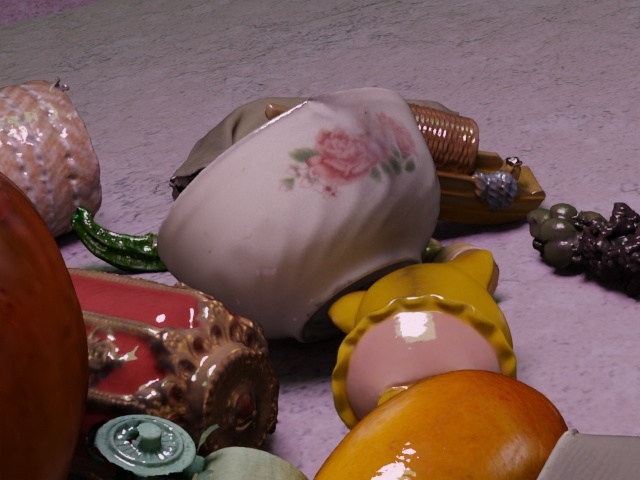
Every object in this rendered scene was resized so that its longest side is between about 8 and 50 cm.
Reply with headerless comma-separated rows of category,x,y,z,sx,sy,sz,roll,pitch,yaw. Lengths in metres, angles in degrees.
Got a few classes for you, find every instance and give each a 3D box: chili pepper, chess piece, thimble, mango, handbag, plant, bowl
chili pepper,-0.187,-0.001,1.431,0.182,0.073,0.050,0,48,10
chess piece,0.115,0.027,1.256,0.066,0.066,0.122,-21,19,-22
thimble,-0.369,-0.088,1.564,0.148,0.196,0.229,-20,-5,-27
mango,0.061,0.164,0.777,0.187,0.138,0.257,-34,-11,13
handbag,-0.014,-0.102,1.540,0.316,0.109,0.253,5,31,19
plant,0.268,0.003,1.231,0.087,0.085,0.174,3,7,-36
bowl,0.000,0.000,1.179,0.277,0.277,0.145,-22,70,-25

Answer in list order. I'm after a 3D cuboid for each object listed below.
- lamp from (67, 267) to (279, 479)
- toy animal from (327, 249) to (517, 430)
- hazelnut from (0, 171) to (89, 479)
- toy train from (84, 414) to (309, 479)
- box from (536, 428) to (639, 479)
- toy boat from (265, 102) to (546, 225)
lamp,-0.168,0.113,1.057,0.274,0.177,0.177,10,31,34
toy animal,0.080,0.092,1.013,0.156,0.156,0.230,-9,20,5
hazelnut,-0.330,0.086,0.843,0.372,0.372,0.315,-13,18,-5
toy train,-0.079,0.218,0.802,0.189,0.126,0.307,6,24,-2
box,0.240,0.239,0.583,0.344,0.177,0.352,2,27,30
toy boat,0.092,-0.089,1.348,0.310,0.115,0.089,10,30,-12
